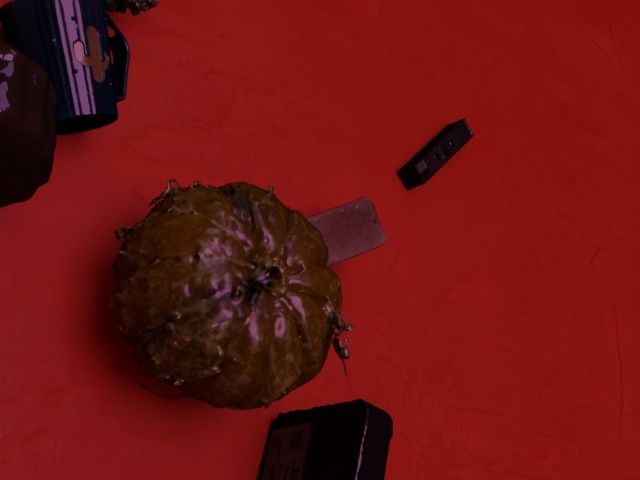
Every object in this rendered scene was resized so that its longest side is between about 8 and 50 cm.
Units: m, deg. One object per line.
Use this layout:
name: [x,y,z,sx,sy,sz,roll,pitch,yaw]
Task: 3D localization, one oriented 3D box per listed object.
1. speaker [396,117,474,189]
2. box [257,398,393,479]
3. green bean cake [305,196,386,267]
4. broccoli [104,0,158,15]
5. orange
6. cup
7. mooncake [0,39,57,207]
speaker: [0.207,-0.155,1.716,0.191,0.046,0.040,-42,105,-42]
box: [-0.020,0.379,1.220,0.058,0.211,0.350,30,58,-30]
green bean cake: [0.000,0.000,1.432,0.179,0.109,0.085,-21,92,-44]
broccoli: [-0.254,-0.503,1.251,0.338,0.277,0.317,51,41,-23]
orange: [-0.124,0.076,1.221,0.301,0.223,0.300,-2,67,-40]
cup: [-0.308,-0.219,1.220,0.176,0.131,0.155,-7,86,-54]
mooncake: [-0.398,-0.134,1.040,0.228,0.228,0.124,22,54,-36]
